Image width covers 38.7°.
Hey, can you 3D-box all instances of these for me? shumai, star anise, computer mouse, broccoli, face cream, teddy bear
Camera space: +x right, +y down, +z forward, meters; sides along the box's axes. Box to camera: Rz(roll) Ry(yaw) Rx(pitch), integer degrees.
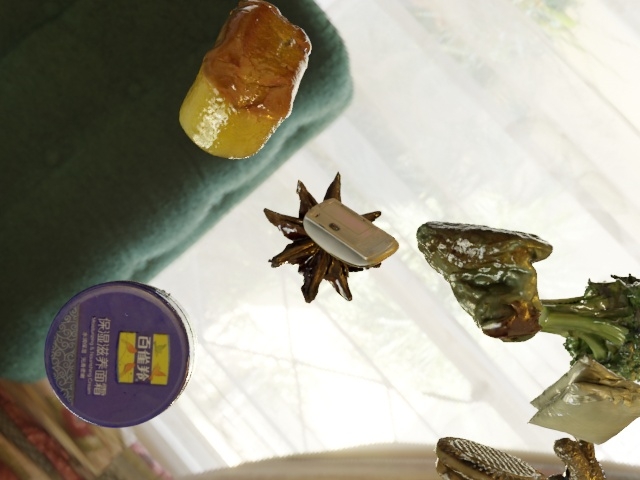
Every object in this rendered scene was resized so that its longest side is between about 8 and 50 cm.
[{"bbox_3d":[0.288,0.070,1.678,0.222,0.203,0.272,5,-172,-27],"label":"shumai"},{"bbox_3d":[0.000,0.000,1.780,0.272,0.272,0.102,-38,-173,-27],"label":"star anise"},{"bbox_3d":[0.055,-0.010,1.658,0.102,0.199,0.044,-33,138,-27],"label":"computer mouse"},{"bbox_3d":[0.630,0.218,2.006,0.302,0.249,0.375,-17,-168,-6],"label":"broccoli"},{"bbox_3d":[-0.280,0.159,1.307,0.206,0.206,0.111,-42,178,0],"label":"face cream"},{"bbox_3d":[0.599,0.550,2.134,0.182,0.129,0.251,-33,136,-46],"label":"teddy bear"}]

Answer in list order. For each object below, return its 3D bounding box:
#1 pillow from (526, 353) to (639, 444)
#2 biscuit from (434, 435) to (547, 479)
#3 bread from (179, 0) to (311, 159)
[{"bbox_3d":[0.404,0.252,1.377,0.181,0.134,0.077,117,-8,-56],"label":"pillow"},{"bbox_3d":[0.348,0.475,1.847,0.259,0.259,0.079,-1,112,-77],"label":"biscuit"},{"bbox_3d":[-0.072,-0.175,0.955,0.094,0.102,0.245,-55,-169,32],"label":"bread"}]
